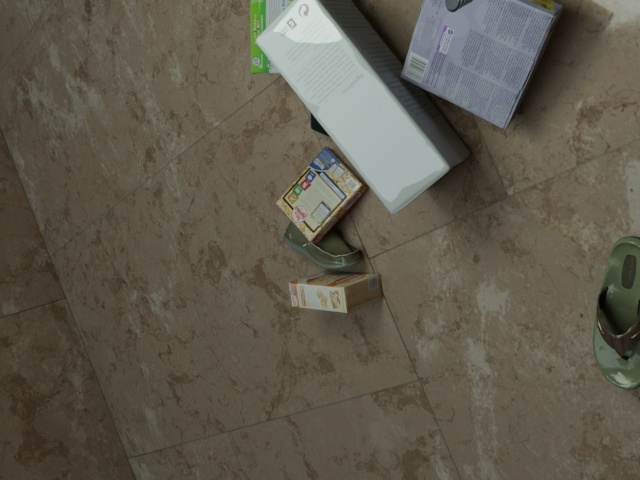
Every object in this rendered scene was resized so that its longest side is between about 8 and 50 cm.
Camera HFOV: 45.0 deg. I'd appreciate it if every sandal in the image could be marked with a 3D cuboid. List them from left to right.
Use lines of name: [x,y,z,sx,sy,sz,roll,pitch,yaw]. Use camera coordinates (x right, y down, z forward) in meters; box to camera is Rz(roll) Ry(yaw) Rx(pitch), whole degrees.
sandal: [0.573,0.142,1.479,0.120,0.086,0.302,10,109,41]

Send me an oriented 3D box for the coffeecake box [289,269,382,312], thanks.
coffeecake box: [0.038,0.125,1.936,0.185,0.142,0.068,2,103,43]

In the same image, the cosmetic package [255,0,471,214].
cosmetic package: [0.097,-0.295,1.608,0.161,0.230,0.453,-39,87,26]

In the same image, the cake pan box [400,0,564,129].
cake pan box: [0.299,-0.373,1.484,0.246,0.070,0.266,31,135,18]

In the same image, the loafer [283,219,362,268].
loafer: [0.000,0.000,1.967,0.251,0.094,0.087,23,122,37]

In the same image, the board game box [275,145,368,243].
board game box: [0.002,-0.112,1.913,0.193,0.045,0.147,-47,68,14]

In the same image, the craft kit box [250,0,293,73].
craft kit box: [-0.049,-0.508,1.782,0.247,0.061,0.249,9,107,26]

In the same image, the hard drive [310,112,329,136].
hard drive: [0.054,-0.360,1.834,0.172,0.054,0.254,29,121,34]
